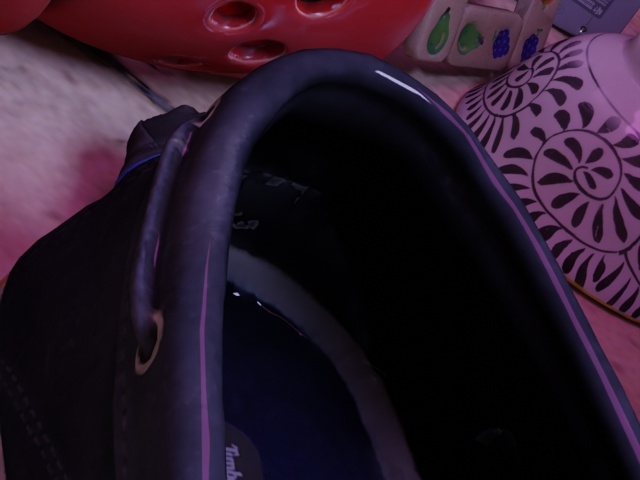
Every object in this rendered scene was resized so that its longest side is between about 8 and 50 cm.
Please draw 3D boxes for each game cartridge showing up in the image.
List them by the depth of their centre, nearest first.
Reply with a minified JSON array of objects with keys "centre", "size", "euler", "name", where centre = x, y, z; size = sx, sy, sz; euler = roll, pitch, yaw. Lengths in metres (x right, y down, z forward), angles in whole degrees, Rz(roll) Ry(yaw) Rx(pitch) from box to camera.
[{"centre":[0.131,-0.142,0.914],"size":[0.083,0.056,0.017],"euler":[37,25,2],"name":"game cartridge"}]

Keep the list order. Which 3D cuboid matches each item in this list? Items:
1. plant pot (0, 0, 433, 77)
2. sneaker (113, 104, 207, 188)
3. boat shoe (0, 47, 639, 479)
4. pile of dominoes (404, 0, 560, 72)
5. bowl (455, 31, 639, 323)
[{"centre":[-0.062,-0.155,0.641],"size":[0.174,0.191,0.191],"euler":[-2,46,-31],"name":"plant pot"},{"centre":[0.000,-0.001,0.604],"size":[0.152,0.058,0.084],"euler":[17,44,-15],"name":"sneaker"},{"centre":[0.038,0.149,0.355],"size":[0.187,0.156,0.500],"euler":[13,39,-34],"name":"boat shoe"},{"centre":[0.099,-0.186,0.742],"size":[0.040,0.251,0.196],"euler":[28,17,30],"name":"pile of dominoes"},{"centre":[0.152,-0.043,0.781],"size":[0.170,0.080,0.170],"euler":[25,33,-17],"name":"bowl"}]
